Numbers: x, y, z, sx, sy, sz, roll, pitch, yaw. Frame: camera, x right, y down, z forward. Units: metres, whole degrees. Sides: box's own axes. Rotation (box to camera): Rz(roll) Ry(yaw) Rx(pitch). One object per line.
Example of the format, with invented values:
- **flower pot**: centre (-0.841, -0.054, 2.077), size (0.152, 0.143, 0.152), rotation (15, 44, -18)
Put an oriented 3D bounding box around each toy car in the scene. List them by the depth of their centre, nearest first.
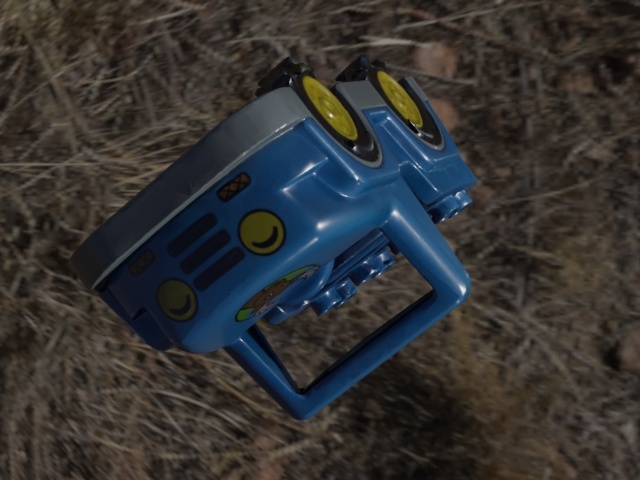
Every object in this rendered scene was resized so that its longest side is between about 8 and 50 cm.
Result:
- **toy car**: centre (0.000, 0.000, 0.568), size (0.097, 0.191, 0.100), rotation (-39, 83, 20)
